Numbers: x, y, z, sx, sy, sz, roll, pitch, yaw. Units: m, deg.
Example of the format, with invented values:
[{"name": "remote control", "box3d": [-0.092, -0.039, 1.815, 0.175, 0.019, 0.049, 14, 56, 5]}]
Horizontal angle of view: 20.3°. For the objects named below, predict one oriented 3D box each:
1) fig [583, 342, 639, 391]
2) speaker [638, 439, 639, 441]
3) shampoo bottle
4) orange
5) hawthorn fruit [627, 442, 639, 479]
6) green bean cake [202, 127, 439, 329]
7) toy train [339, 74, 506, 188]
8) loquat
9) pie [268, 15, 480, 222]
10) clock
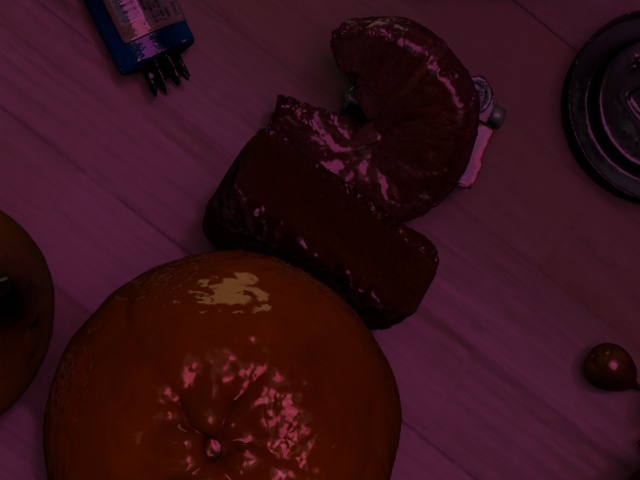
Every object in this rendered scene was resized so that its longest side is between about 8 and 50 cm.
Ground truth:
[{"name": "fig", "box3d": [0.316, 0.139, 1.874, 0.083, 0.050, 0.050, 25, 77, -26]}, {"name": "speaker", "box3d": [0.376, 0.193, 1.866, 0.075, 0.060, 0.094, 20, 79, -7]}, {"name": "shampoo bottle", "box3d": [-0.190, -0.237, 1.823, 0.087, 0.050, 0.183, -26, 87, -16]}, {"name": "orange", "box3d": [-0.090, 0.178, 1.652, 0.341, 0.293, 0.340, 0, 86, -5]}, {"name": "hawthorn fruit", "box3d": [0.378, 0.307, 1.801, 0.174, 0.173, 0.179, 14, 80, -9]}, {"name": "green bean cake", "box3d": [0.000, 0.000, 1.750, 0.233, 0.198, 0.097, 30, 72, -9]}, {"name": "toy train", "box3d": [0.102, -0.136, 1.857, 0.176, 0.074, 0.118, 23, 88, -4]}, {"name": "loquat", "box3d": [-0.360, 0.064, 1.655, 0.235, 0.235, 0.235, 2, 81, -11]}, {"name": "pie", "box3d": [0.056, -0.118, 1.805, 0.204, 0.054, 0.218, 28, 106, 4]}, {"name": "clock", "box3d": [0.363, -0.142, 1.923, 0.215, 0.042, 0.214, 2, 82, -11]}]
